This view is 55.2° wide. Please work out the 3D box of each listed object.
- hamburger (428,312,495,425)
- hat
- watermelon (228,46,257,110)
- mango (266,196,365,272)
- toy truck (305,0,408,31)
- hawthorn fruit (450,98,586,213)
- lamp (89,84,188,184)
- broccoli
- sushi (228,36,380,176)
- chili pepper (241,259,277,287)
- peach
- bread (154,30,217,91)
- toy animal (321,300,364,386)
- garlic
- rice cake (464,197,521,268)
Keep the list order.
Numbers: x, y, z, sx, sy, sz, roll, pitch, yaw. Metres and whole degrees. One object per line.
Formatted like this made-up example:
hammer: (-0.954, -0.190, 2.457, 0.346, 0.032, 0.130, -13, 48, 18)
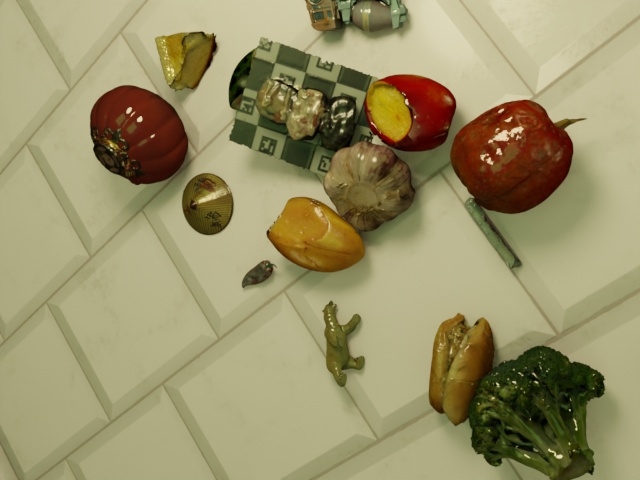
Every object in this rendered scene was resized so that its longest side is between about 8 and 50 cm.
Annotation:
hamburger: (0.340, 0.329, 1.507, 0.143, 0.156, 0.283, 10, 97, 24)
hat: (-0.363, -0.108, 1.848, 0.193, 0.082, 0.193, 2, 96, 24)
watermelon: (-0.205, -0.467, 1.730, 0.193, 0.137, 0.145, -16, 88, 68)
mango: (0.000, 0.000, 1.653, 0.257, 0.138, 0.187, 32, 102, 18)
toy truck: (0.094, -0.600, 1.578, 0.256, 0.108, 0.140, -4, 106, 23)
hawthorn fruit: (0.425, -0.191, 1.380, 0.258, 0.258, 0.262, 49, 140, 14)
lamp: (-0.539, -0.310, 1.813, 0.303, 0.257, 0.303, 25, 143, 20)
broccoli: (0.496, 0.398, 1.376, 0.283, 0.303, 0.321, -115, 33, -49)
sushi: (-0.034, -0.329, 1.585, 0.373, 0.100, 0.296, 21, 105, -1)
chili pepper: (-0.181, 0.098, 1.801, 0.153, 0.041, 0.050, -38, 57, 39)
peach: (0.209, -0.311, 1.488, 0.226, 0.190, 0.196, 15, 78, 9)
bread: (-0.379, -0.539, 1.786, 0.160, 0.140, 0.169, -12, 93, 37)
toy animal: (0.049, 0.280, 1.688, 0.101, 0.103, 0.219, 2, 100, 49)
garlic: (0.128, -0.146, 1.571, 0.244, 0.160, 0.245, 12, 125, 17)
rice cake: (0.422, -0.018, 1.506, 0.033, 0.033, 0.208, -39, 78, 25)
